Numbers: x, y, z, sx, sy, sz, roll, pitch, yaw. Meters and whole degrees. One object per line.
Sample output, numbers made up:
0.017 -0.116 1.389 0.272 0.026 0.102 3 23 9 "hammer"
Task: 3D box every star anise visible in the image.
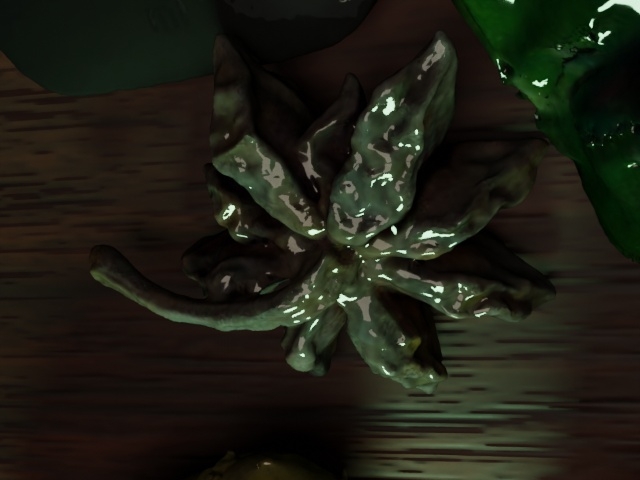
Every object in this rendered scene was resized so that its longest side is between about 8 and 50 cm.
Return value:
-0.001 0.001 0.514 0.231 0.089 0.209 -37 103 25 "star anise"

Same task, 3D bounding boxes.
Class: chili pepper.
0.149 -0.082 0.426 0.148 0.116 0.264 -32 102 1 "chili pepper"

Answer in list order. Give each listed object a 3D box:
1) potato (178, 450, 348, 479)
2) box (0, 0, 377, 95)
-0.067 0.241 0.594 0.192 0.141 0.296 27 111 3 "potato"
-0.087 -0.173 0.508 0.212 0.042 0.201 -11 105 20 "box"
